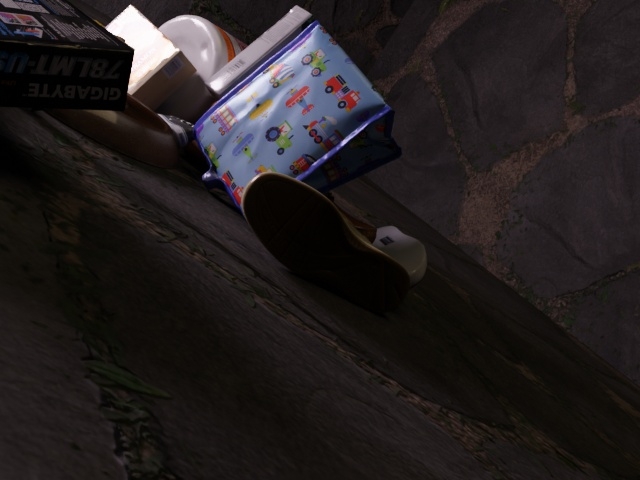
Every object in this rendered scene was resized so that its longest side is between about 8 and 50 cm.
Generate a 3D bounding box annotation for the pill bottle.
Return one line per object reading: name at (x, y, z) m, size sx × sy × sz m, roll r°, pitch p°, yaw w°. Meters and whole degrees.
pill bottle at (-0.181, -0.299, 1.596) m, size 0.224 × 0.224 × 0.392 m, roll 39°, pitch 12°, yaw 30°

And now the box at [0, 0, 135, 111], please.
box at (-0.378, -0.214, 0.724) m, size 0.293 × 0.073 × 0.295 m, roll -8°, pitch 35°, yaw -41°

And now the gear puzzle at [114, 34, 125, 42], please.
gear puzzle at (-0.490, -0.351, 1.175) m, size 0.339 × 0.044 × 0.175 m, roll 22°, pitch 21°, yaw -6°

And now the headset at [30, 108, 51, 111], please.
headset at (-0.510, -0.307, 0.967) m, size 0.394 × 0.185 × 0.243 m, roll 18°, pitch 6°, yaw -1°

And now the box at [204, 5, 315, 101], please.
box at (-0.064, -0.266, 1.483) m, size 0.058 × 0.232 × 0.322 m, roll 42°, pitch -9°, yaw 34°

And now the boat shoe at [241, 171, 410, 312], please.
boat shoe at (0.000, 0.000, 1.072) m, size 0.302 × 0.109 × 0.098 m, roll 34°, pitch 2°, yaw -30°

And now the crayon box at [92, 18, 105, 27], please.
crayon box at (-0.494, -0.419, 1.600) m, size 0.202 × 0.081 × 0.318 m, roll 36°, pitch 11°, yaw 16°

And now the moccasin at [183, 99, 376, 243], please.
moccasin at (-0.058, -0.112, 1.290) m, size 0.380 × 0.147 × 0.139 m, roll 37°, pitch 11°, yaw 23°

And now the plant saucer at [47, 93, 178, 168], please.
plant saucer at (-0.348, -0.215, 1.171) m, size 0.311 × 0.050 × 0.310 m, roll 33°, pitch 9°, yaw -6°

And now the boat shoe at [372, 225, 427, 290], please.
boat shoe at (0.128, 0.049, 1.290) m, size 0.267 × 0.096 × 0.088 m, roll -132°, pitch -160°, yaw -73°

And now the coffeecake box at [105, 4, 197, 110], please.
coffeecake box at (-0.345, -0.334, 1.407) m, size 0.185 × 0.142 × 0.068 m, roll 44°, pitch -3°, yaw 30°

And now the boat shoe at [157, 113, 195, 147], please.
boat shoe at (-0.252, -0.193, 1.305) m, size 0.142 × 0.040 × 0.049 m, roll 34°, pitch -37°, yaw 52°

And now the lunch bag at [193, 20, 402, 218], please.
lunch bag at (-0.058, -0.165, 1.179) m, size 0.221 × 0.293 × 0.138 m, roll 56°, pitch -5°, yaw 28°
